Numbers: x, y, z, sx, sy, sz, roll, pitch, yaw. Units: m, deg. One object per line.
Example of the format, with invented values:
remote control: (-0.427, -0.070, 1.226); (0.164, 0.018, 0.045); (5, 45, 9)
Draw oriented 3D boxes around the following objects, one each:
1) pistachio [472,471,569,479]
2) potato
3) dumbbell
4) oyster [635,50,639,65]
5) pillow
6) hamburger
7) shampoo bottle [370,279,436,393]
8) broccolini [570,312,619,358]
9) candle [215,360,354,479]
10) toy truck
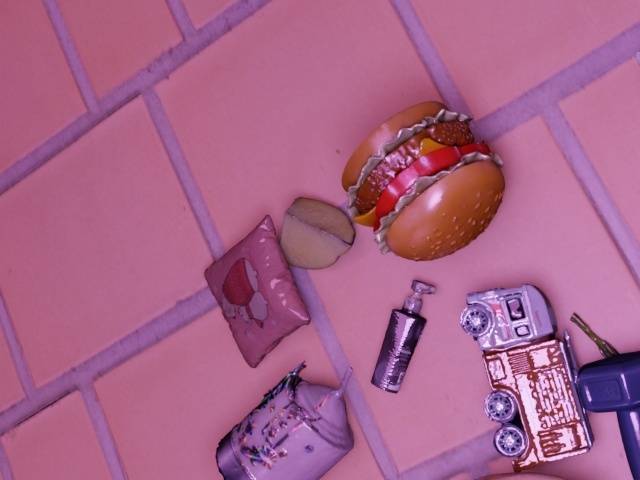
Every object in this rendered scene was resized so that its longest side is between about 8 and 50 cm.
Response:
pistachio: (0.301, 0.562, 1.519); (0.365, 0.281, 0.445); (29, 111, 5)
potato: (0.000, 0.000, 1.827); (0.149, 0.081, 0.120); (27, 133, 16)
dumbbell: (0.502, 0.332, 1.476); (0.144, 0.156, 0.316); (-16, 87, 17)
oyster: (0.667, -0.260, 1.486); (0.351, 0.158, 0.162); (10, 55, 13)
pillow: (-0.121, 0.102, 1.841); (0.223, 0.084, 0.236); (-38, 71, 41)
hamburger: (0.187, -0.082, 1.622); (0.274, 0.274, 0.212); (-43, 68, 16)
shampoo bottle: (0.151, 0.172, 1.733); (0.063, 0.057, 0.207); (21, 95, 26)
broccolini: (0.467, 0.174, 1.595); (0.030, 0.035, 0.140); (-46, 67, 11)
candle: (-0.035, 0.343, 1.735); (0.330, 0.187, 0.187); (-45, 69, 14)
toy truck: (0.348, 0.219, 1.594); (0.162, 0.136, 0.305); (-17, 81, 16)
